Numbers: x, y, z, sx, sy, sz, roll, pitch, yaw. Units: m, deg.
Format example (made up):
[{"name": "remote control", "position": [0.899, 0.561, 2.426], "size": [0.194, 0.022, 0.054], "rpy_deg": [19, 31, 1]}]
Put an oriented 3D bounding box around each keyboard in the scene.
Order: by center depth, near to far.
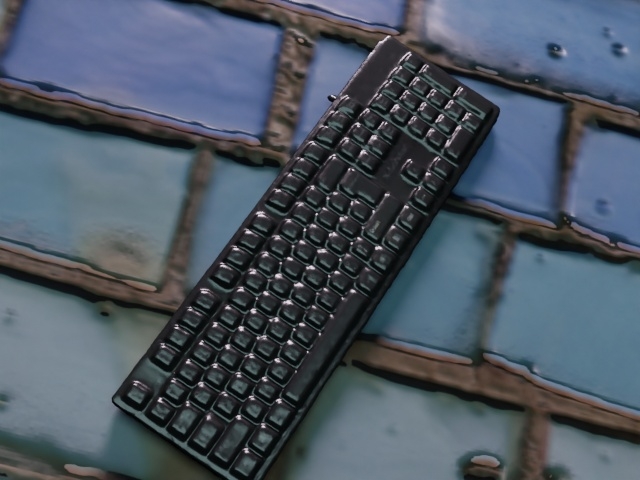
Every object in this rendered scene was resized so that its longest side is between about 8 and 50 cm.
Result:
[{"name": "keyboard", "position": [0.000, 0.000, 0.729], "size": [0.101, 0.018, 0.309], "rpy_deg": [34, 61, 4]}]
